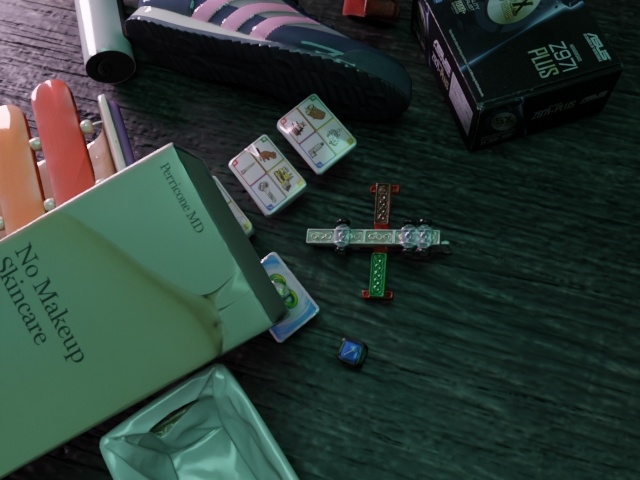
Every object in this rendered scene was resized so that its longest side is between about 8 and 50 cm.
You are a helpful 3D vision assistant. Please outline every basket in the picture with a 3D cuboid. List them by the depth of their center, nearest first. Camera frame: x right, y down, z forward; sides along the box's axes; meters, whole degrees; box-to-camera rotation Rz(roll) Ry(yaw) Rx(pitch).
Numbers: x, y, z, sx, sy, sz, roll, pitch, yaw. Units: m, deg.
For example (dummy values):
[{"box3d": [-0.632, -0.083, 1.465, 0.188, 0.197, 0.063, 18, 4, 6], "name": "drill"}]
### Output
[{"box3d": [-0.073, 0.199, 0.536, 0.113, 0.103, 0.167, -32, 66, -10], "name": "basket"}]

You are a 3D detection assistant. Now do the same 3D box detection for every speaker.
[{"box3d": [-0.245, -0.244, 0.780, 0.055, 0.055, 0.136, -15, 65, -2], "name": "speaker"}]

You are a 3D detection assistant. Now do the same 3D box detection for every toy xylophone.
[{"box3d": [-0.315, -0.009, 0.663, 0.323, 0.081, 0.236, -27, 67, -8], "name": "toy xylophone"}]

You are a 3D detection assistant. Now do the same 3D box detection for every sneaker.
[{"box3d": [-0.043, -0.226, 0.724, 0.319, 0.112, 0.131, 20, 71, 12], "name": "sneaker"}]

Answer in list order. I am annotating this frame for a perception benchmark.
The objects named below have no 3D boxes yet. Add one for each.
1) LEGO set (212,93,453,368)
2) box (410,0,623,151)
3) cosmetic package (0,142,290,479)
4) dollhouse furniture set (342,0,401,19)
[{"box3d": [0.000, 0.000, 0.667, 0.182, 0.060, 0.244, -40, 67, 0], "name": "LEGO set"}, {"box3d": [0.192, -0.201, 0.712, 0.148, 0.077, 0.180, -16, 65, -4], "name": "box"}, {"box3d": [-0.199, 0.071, 0.550, 0.310, 0.113, 0.160, -31, 87, 4], "name": "cosmetic package"}, {"box3d": [0.042, -0.406, 0.761, 0.152, 0.201, 0.373, 12, 73, 10], "name": "dollhouse furniture set"}]
